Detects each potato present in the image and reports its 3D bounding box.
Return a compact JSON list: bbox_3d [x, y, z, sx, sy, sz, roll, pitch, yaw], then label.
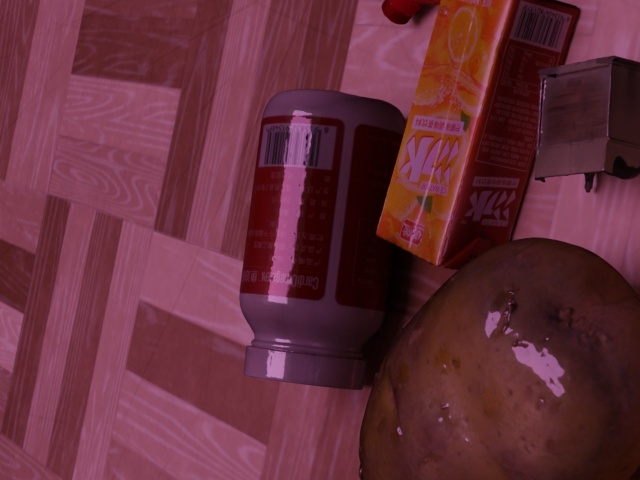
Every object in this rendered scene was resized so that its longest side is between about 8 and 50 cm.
[{"bbox_3d":[0.129,0.120,1.014,0.296,0.141,0.192,-46,63,39],"label":"potato"}]

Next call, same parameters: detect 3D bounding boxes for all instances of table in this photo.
[{"bbox_3d":[0.202,-0.082,1.022,0.079,0.062,0.083,-4,78,55],"label":"table"}]

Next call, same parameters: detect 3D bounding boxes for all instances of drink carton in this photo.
[{"bbox_3d":[0.122,-0.093,1.139,0.096,0.071,0.223,27,106,55],"label":"drink carton"}]

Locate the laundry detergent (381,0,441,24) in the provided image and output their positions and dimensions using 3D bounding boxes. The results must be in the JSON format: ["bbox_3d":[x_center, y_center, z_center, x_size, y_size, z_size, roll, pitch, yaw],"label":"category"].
[{"bbox_3d":[0.108,-0.244,1.223,0.165,0.049,0.097,-51,47,41],"label":"laundry detergent"}]

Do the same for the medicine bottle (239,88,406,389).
[{"bbox_3d":[0.000,0.000,1.244,0.131,0.131,0.250,2,84,56],"label":"medicine bottle"}]
